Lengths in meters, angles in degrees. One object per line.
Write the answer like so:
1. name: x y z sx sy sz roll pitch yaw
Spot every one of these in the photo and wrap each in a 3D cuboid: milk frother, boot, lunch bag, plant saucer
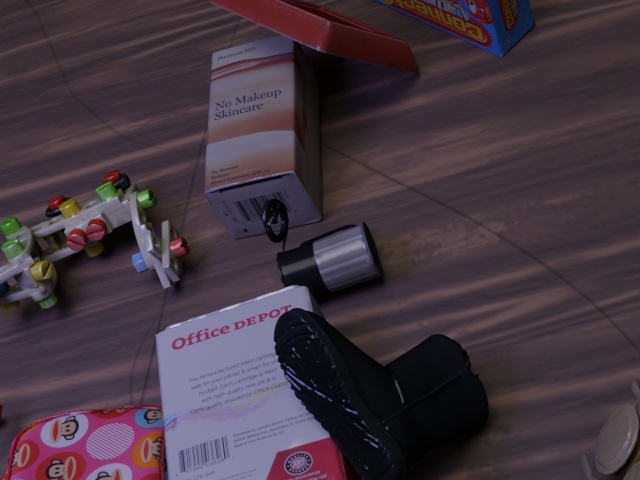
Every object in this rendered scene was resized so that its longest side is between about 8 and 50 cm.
1. milk frother: 0.000 0.000 1.650 0.134 0.143 0.129 -20 42 9
2. boot: 0.079 0.161 1.436 0.207 0.094 0.246 -27 77 -44
3. lunch bag: -0.306 0.347 1.480 0.258 0.120 0.293 -7 38 1
4. plant saucer: -0.001 -0.341 1.852 0.258 0.259 0.048 30 108 36

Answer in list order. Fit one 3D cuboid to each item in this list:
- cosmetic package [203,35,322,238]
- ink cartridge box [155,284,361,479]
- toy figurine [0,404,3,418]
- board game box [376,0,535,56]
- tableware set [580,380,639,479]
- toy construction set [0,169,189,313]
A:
1. cosmetic package: -0.087 -0.166 1.820 0.153 0.129 0.296 -14 50 13
2. ink cartridge box: -0.079 0.238 1.509 0.226 0.131 0.306 -17 49 8
3. toy figurine: -0.634 0.335 1.628 0.362 0.191 0.217 -14 56 13
4. board game box: 0.169 -0.469 1.836 0.086 0.302 0.308 -46 51 -15
5. tableware set: 0.348 0.253 1.279 0.039 0.128 0.194 24 23 -9
6. toy construction set: -0.361 0.004 1.786 0.327 0.151 0.215 -9 27 6
